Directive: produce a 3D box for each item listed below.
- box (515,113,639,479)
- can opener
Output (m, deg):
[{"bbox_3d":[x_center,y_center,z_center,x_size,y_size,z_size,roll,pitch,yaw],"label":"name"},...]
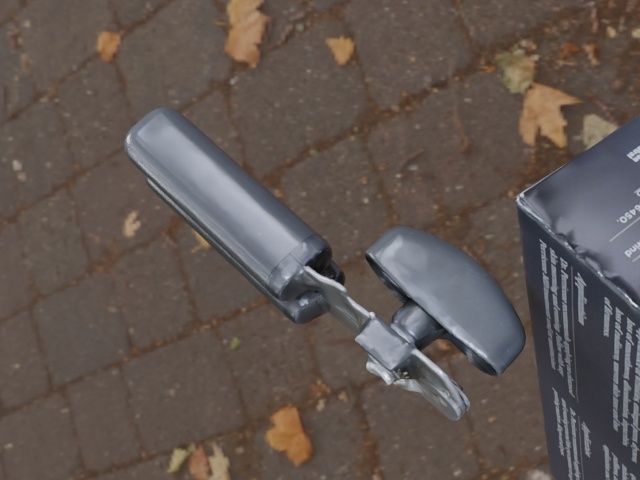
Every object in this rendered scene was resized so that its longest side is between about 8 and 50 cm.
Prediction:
[{"bbox_3d":[0.285,0.122,0.616,0.312,0.179,0.343,50,168,36],"label":"box"},{"bbox_3d":[0.000,0.000,0.681,0.095,0.076,0.283,-44,63,-9],"label":"can opener"}]
